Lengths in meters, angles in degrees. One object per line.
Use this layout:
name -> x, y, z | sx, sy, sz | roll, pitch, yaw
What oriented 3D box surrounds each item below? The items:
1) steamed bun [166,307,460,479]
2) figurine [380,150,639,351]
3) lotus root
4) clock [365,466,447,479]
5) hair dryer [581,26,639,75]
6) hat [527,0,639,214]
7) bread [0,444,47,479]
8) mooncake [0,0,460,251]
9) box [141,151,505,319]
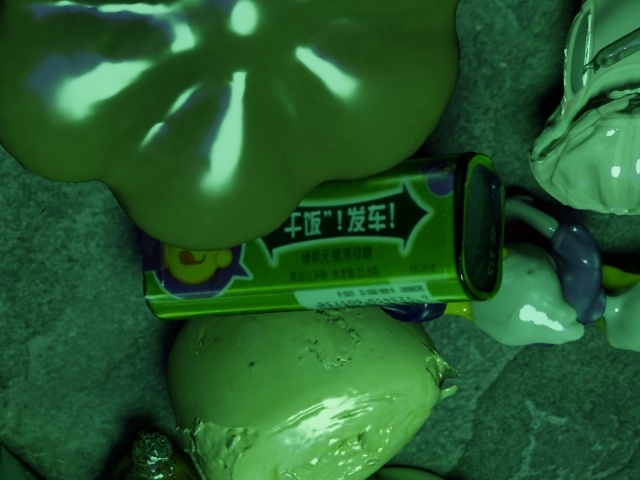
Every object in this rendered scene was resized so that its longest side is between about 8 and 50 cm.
steamed bun -> -0.022, 0.129, 1.792 | 0.273, 0.232, 0.166 | -30, 127, 6
figurine -> 0.235, 0.046, 1.808 | 0.421, 0.193, 0.154 | 13, 109, -37
lotus root -> -0.170, 0.282, 1.920 | 0.120, 0.120, 0.209 | -3, 122, -9
clock -> 0.068, 0.374, 2.025 | 0.348, 0.117, 0.286 | 9, 118, -17
hair dryer -> 0.388, -0.251, 1.670 | 0.357, 0.173, 0.107 | -29, 120, 5
hat -> 0.308, -0.148, 1.783 | 0.219, 0.164, 0.226 | 5, 81, -5
bread -> -0.383, 0.318, 1.828 | 0.264, 0.239, 0.395 | -38, 117, 16
mooncake -> -0.082, -0.233, 1.543 | 0.467, 0.262, 0.467 | -6, 121, -11
box -> 0.000, 0.000, 1.683 | 0.345, 0.134, 0.097 | -6, 171, 31
